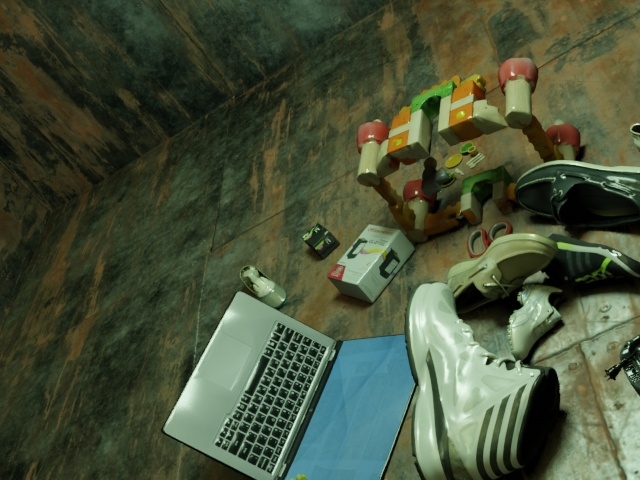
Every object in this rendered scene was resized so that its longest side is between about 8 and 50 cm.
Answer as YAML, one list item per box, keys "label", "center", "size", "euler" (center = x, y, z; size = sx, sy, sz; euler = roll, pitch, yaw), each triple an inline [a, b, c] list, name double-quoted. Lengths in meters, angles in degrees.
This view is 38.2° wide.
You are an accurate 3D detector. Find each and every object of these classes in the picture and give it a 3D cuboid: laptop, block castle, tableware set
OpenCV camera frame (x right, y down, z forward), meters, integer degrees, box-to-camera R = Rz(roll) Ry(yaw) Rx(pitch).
- label: "laptop"
  center: [-0.043, 0.289, 1.895]
  size: [0.382, 0.408, 0.236]
  euler: [-64, 3, -37]
- label: "block castle"
  center: [0.324, -0.207, 2.082]
  size: [0.453, 0.303, 0.212]
  euler: [-21, 41, 31]
- label: "tableware set"
  center: [0.333, -0.189, 2.324]
  size: [0.154, 0.024, 0.104]
  euler: [-39, 29, 3]

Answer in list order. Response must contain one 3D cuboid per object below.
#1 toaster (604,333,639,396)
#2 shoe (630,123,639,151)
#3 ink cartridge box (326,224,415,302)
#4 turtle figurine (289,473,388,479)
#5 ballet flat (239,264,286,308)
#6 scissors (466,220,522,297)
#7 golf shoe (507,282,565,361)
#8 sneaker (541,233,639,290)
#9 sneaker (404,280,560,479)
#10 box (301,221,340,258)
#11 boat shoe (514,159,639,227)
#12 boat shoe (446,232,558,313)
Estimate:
- label: "toaster"
  center: [0.562, 0.203, 1.395]
  size: [0.227, 0.146, 0.129]
  euler: [-31, 30, 14]
- label: "shoe"
  center: [0.719, -0.202, 1.863]
  size: [0.076, 0.058, 0.219]
  euler: [-49, 30, -15]
- label: "ink cartridge box"
  center: [0.119, 0.052, 2.187]
  size: [0.175, 0.072, 0.127]
  euler: [-51, 30, -18]
- label: "turtle figurine"
  center: [0.005, 0.512, 1.666]
  size: [0.269, 0.087, 0.217]
  euler: [-53, 37, -7]
- label: "ballet flat"
  center: [-0.159, 0.119, 2.418]
  size: [0.072, 0.068, 0.213]
  euler: [-45, 30, -8]
- label: "scissors"
  center: [0.371, 0.057, 1.951]
  size: [0.109, 0.021, 0.297]
  euler: [-25, 33, 19]
- label: "golf shoe"
  center: [0.406, 0.150, 1.734]
  size: [0.086, 0.069, 0.176]
  euler: [-2, 48, 36]
- label: "sneaker"
  center: [0.510, 0.057, 1.754]
  size: [0.235, 0.084, 0.097]
  euler: [20, 87, 58]
- label: "sneaker"
  center: [0.301, 0.237, 1.670]
  size: [0.258, 0.169, 0.447]
  euler: [-19, 43, 20]
- label: "box"
  center: [0.000, 0.000, 2.416]
  size: [0.062, 0.052, 0.083]
  euler: [-44, 30, -5]
- label: "boat shoe"
  center: [0.521, -0.078, 1.852]
  size: [0.340, 0.127, 0.113]
  euler: [9, 42, 42]
- label: "boat shoe"
  center: [0.352, 0.072, 1.822]
  size: [0.302, 0.109, 0.098]
  euler: [-33, 37, 54]
